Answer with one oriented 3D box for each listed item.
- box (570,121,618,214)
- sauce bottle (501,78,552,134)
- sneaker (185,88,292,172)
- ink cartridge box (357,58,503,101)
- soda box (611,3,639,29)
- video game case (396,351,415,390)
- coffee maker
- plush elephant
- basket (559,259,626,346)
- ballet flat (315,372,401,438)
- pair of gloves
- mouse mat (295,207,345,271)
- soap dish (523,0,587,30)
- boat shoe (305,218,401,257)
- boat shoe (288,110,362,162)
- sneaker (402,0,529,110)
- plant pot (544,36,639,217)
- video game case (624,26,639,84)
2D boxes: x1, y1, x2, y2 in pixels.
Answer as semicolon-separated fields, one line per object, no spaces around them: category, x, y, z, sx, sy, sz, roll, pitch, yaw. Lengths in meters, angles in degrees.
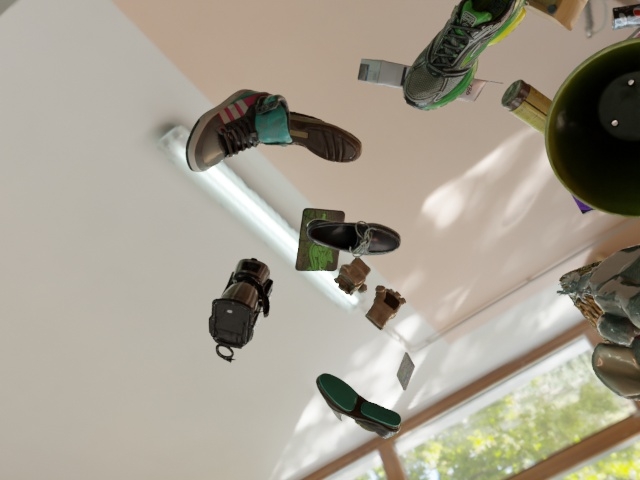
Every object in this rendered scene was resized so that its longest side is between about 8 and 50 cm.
box;0.744;-0.202;1.541;0.270;0.143;0.165;-30;-90;-37
sauce bottle;0.771;-0.409;2.060;0.345;0.111;0.111;31;-159;-16
sneaker;-0.158;-0.244;1.374;0.295;0.179;0.123;-56;-35;-39
ink cartridge box;0.276;-0.404;1.549;0.333;0.065;0.165;5;-165;-15
soda box;1.080;-0.762;2.059;0.060;0.169;0.053;55;-143;-57
video game case;0.271;0.416;1.943;0.011;0.087;0.122;19;-172;-7
coffee maker;-0.187;0.152;1.400;0.120;0.171;0.178;33;-149;-7
plush elephant;0.624;0.147;1.118;0.255;0.272;0.330;50;158;-2
basket;0.911;0.196;1.846;0.299;0.214;0.223;49;-164;-8
ballet flat;0.097;0.493;1.767;0.281;0.096;0.095;30;-143;7
pair of gloves;0.160;0.159;1.969;0.240;0.042;0.204;46;-146;8
mouse mat;0.000;0.000;1.800;0.153;0.189;0.007;2;-169;-34
soap dish;0.585;-0.702;1.503;0.118;0.290;0.229;-19;-129;-40
boat shoe;0.088;-0.008;1.575;0.255;0.095;0.079;13;-171;-6
boat shoe;-0.008;-0.275;1.541;0.258;0.095;0.095;21;-143;10
sneaker;0.292;-0.430;1.291;0.134;0.343;0.146;43;-168;18
plant pot;0.542;-0.212;1.036;0.274;0.275;0.293;55;-148;-3
video game case;0.925;-0.535;1.832;0.143;0.157;0.019;43;-174;-38
